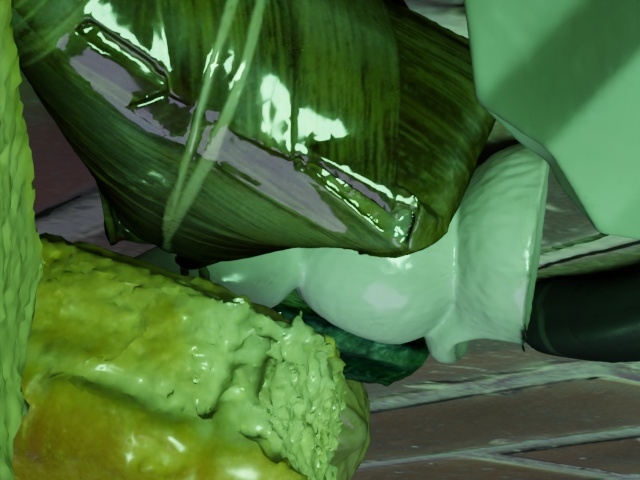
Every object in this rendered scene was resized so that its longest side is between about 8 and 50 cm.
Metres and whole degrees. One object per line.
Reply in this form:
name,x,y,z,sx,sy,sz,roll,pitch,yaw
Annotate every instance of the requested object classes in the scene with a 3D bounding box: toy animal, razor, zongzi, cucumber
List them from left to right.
zongzi,-0.085,-0.072,0.689,0.241,0.111,0.247,30,164,-19
cucumber,-0.016,0.031,0.980,0.115,0.116,0.062,18,117,-37
toy animal,0.002,0.002,0.897,0.220,0.104,0.131,3,166,6
razor,0.199,0.046,1.117,0.090,0.054,0.148,10,166,-36

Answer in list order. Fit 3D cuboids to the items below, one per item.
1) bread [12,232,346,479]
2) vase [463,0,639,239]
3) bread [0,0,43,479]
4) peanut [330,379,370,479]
bread,-0.100,0.068,0.758,0.245,0.121,0.174,18,168,13
vase,0.143,-0.112,0.348,0.165,0.165,0.360,7,160,-11
bread,-0.258,-0.039,0.531,0.333,0.143,0.324,5,144,2
peanut,-0.051,0.162,1.475,0.153,0.140,0.325,48,150,-1
